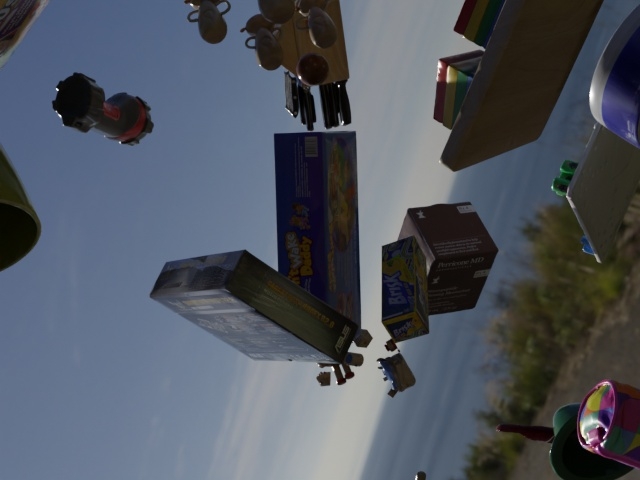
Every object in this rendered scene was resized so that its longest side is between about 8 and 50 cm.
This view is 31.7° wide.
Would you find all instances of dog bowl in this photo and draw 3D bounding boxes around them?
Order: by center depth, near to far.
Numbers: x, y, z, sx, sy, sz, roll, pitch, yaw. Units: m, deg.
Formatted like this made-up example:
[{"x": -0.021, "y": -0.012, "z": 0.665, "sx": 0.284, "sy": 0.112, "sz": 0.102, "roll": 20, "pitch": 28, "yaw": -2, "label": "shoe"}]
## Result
[{"x": 0.567, "y": -0.277, "z": 1.830, "sx": 0.265, "sy": 0.104, "sz": 0.265, "roll": -28, "pitch": -39, "yaw": -25, "label": "dog bowl"}]

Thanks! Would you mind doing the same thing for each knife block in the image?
[{"x": 0.013, "y": -0.353, "z": 2.162, "sx": 0.276, "sy": 0.242, "sz": 0.088, "roll": -54, "pitch": 21, "yaw": 6, "label": "knife block"}]

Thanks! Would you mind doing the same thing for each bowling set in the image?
[{"x": -0.061, "y": -0.354, "z": 1.816, "sx": 0.200, "sy": 0.287, "sz": 0.154, "roll": 73, "pitch": 179, "yaw": -47, "label": "bowling set"}]

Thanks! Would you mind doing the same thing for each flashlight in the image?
[{"x": -0.397, "y": -0.244, "z": 2.073, "sx": 0.103, "sy": 0.103, "sz": 0.304, "roll": -38, "pitch": -10, "yaw": 4, "label": "flashlight"}]

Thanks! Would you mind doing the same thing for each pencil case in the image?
[{"x": 0.440, "y": 0.253, "z": 1.402, "sx": 0.104, "sy": 0.236, "sz": 0.104, "roll": -159, "pitch": 90, "yaw": -81, "label": "pencil case"}]

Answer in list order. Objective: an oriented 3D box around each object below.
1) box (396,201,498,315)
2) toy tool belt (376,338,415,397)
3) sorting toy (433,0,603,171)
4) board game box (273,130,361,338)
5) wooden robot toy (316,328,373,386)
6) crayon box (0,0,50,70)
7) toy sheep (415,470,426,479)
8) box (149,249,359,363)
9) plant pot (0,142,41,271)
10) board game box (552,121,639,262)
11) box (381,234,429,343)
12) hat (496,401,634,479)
[{"x": 0.279, "y": 0.043, "z": 2.598, "sx": 0.203, "sy": 0.168, "sz": 0.167, "roll": 105, "pitch": 151, "yaw": -45, "label": "box"}, {"x": 0.111, "y": 0.202, "z": 1.777, "sx": 0.051, "sy": 0.083, "sz": 0.052, "roll": -30, "pitch": -9, "yaw": 3, "label": "toy tool belt"}, {"x": 0.241, "y": -0.239, "z": 1.442, "sx": 0.257, "sy": 0.089, "sz": 0.255, "roll": -22, "pitch": -40, "yaw": -52, "label": "sorting toy"}, {"x": 0.000, "y": 0.000, "z": 1.796, "sx": 0.233, "sy": 0.078, "sz": 0.347, "roll": -20, "pitch": -71, "yaw": -74, "label": "board game box"}, {"x": 0.028, "y": 0.243, "z": 2.271, "sx": 0.173, "sy": 0.079, "sz": 0.076, "roll": -42, "pitch": 52, "yaw": 33, "label": "wooden robot toy"}, {"x": -0.468, "y": -0.329, "z": 1.511, "sx": 0.363, "sy": 0.106, "sz": 0.313, "roll": -44, "pitch": 5, "yaw": 31, "label": "crayon box"}, {"x": 0.115, "y": 0.330, "z": 1.333, "sx": 0.091, "sy": 0.091, "sz": 0.132, "roll": -58, "pitch": -21, "yaw": -68, "label": "toy sheep"}, {"x": -0.088, "y": 0.087, "z": 1.412, "sx": 0.231, "sy": 0.183, "sz": 0.056, "roll": -10, "pitch": 50, "yaw": 59, "label": "box"}, {"x": -0.607, "y": -0.115, "z": 1.767, "sx": 0.275, "sy": 0.274, "sz": 0.294, "roll": 97, "pitch": 155, "yaw": -64, "label": "plant pot"}, {"x": 0.601, "y": -0.194, "z": 2.304, "sx": 0.390, "sy": 0.050, "sz": 0.390, "roll": -64, "pitch": -30, "yaw": -10, "label": "board game box"}, {"x": 0.128, "y": 0.073, "z": 1.710, "sx": 0.054, "sy": 0.059, "sz": 0.169, "roll": 57, "pitch": -157, "yaw": -36, "label": "box"}, {"x": 0.431, "y": 0.295, "z": 1.909, "sx": 0.183, "sy": 0.208, "sz": 0.173, "roll": -114, "pitch": 20, "yaw": -60, "label": "hat"}]
